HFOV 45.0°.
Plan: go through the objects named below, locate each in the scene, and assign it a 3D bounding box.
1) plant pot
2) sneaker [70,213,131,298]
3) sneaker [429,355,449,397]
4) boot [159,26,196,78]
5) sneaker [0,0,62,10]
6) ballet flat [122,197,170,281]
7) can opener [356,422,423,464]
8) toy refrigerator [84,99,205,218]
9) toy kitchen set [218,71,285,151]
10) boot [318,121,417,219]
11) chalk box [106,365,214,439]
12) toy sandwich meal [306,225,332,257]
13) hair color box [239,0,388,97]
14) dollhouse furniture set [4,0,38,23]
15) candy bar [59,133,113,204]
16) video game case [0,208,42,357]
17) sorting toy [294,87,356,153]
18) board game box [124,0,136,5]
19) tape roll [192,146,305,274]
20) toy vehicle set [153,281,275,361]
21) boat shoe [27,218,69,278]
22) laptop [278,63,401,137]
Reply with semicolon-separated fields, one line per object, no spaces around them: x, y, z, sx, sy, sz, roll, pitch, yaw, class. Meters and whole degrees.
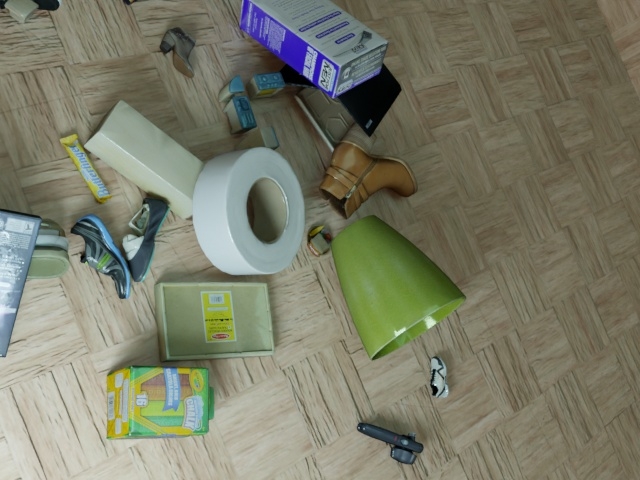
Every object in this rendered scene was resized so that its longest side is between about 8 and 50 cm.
0.158;0.095;1.883;0.274;0.275;0.294;-20;70;-38;plant pot
-0.445;0.039;1.577;0.078;0.067;0.188;-31;96;-17;sneaker
0.304;0.356;2.011;0.043;0.040;0.109;-1;75;-34;sneaker
-0.324;-0.452;1.838;0.118;0.042;0.087;46;52;-14;boot
-0.656;-0.490;1.596;0.216;0.079;0.121;16;68;-22;sneaker
-0.378;-0.008;1.629;0.074;0.074;0.203;29;53;-25;ballet flat
0.170;0.479;1.861;0.186;0.059;0.073;32;59;-24;can opener
-0.365;-0.171;1.679;0.269;0.094;0.102;38;54;-23;toy refrigerator
-0.130;-0.308;1.875;0.166;0.122;0.207;-15;84;-38;toy kitchen set
0.126;-0.142;2.019;0.283;0.109;0.220;45;63;-37;boot
-0.300;0.322;1.530;0.213;0.132;0.133;7;71;-34;chalk box
0.000;0.000;1.921;0.085;0.029;0.086;12;67;-32;toy sandwich meal
-0.020;-0.515;1.936;0.339;0.110;0.185;40;53;22;hair color box
-0.752;-0.471;1.396;0.355;0.174;0.303;33;61;-7;dollhouse furniture set
-0.491;-0.149;1.628;0.040;0.018;0.162;-33;94;-38;candy bar
-0.624;0.069;1.360;0.196;0.026;0.274;12;103;-32;video game case
0.037;-0.342;2.066;0.193;0.038;0.208;55;48;-8;sorting toy
-0.450;-0.656;1.813;0.170;0.048;0.141;52;50;-9;board game box
-0.154;-0.063;1.728;0.286;0.100;0.286;9;79;-55;tape roll
-0.228;0.175;1.693;0.266;0.035;0.166;3;73;-35;toy vehicle set
-0.624;0.004;1.434;0.302;0.113;0.103;8;49;-32;boat shoe
0.049;-0.411;2.029;0.234;0.264;0.137;-57;150;-39;laptop
